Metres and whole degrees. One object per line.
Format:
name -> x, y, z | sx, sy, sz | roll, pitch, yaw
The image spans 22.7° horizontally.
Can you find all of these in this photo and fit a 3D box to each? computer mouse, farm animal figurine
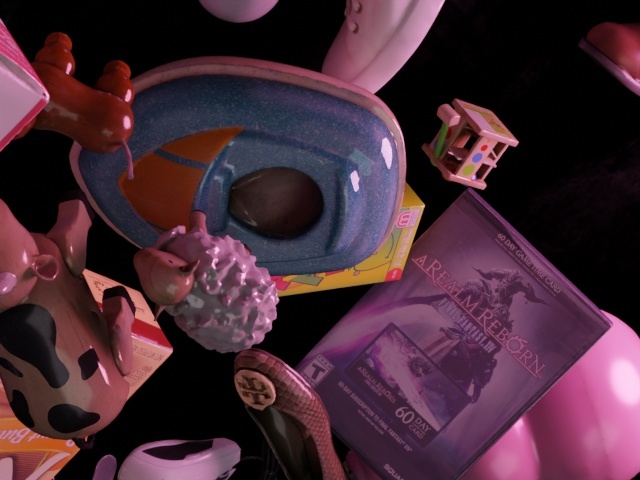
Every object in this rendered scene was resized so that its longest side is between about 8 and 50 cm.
computer mouse -> -0.115, 0.238, 1.629 | 0.193, 0.042, 0.106 | -2, 130, -33
farm animal figurine -> -0.241, 0.031, 1.137 | 0.330, 0.172, 0.326 | -28, 121, 17

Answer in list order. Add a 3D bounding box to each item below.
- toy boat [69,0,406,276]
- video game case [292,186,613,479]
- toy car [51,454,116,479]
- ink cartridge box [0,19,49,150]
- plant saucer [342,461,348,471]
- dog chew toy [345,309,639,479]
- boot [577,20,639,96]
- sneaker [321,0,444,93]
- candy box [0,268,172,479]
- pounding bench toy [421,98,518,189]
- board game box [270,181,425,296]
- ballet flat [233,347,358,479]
toy boat -> -0.064, -0.102, 1.225 | 0.268, 0.148, 0.318 | 2, 121, 0
video game case -> 0.123, 0.112, 1.578 | 0.274, 0.196, 0.026 | -47, 177, 14
toy car -> -0.257, 0.301, 1.560 | 0.155, 0.149, 0.188 | -1, 101, -42
ink cartridge box -> -0.317, -0.123, 0.962 | 0.207, 0.283, 0.117 | -44, 143, 10
plant saucer -> 0.080, 0.318, 1.844 | 0.241, 0.037, 0.241 | -18, 137, -18
dog chew toy -> 0.189, 0.195, 1.685 | 0.332, 0.206, 0.206 | -19, 138, -4
boot -> 0.385, -0.256, 1.458 | 0.264, 0.096, 0.280 | 5, 124, -37
sneaker -> 0.054, -0.243, 1.264 | 0.123, 0.106, 0.290 | 23, 119, -17
candy box -> -0.302, 0.152, 1.383 | 0.316, 0.087, 0.183 | -47, 139, 13
pounding bench toy -> 0.125, -0.089, 1.472 | 0.083, 0.052, 0.065 | 14, 120, -42
board game box -> 0.000, 0.000, 1.479 | 0.181, 0.043, 0.092 | -7, 132, -29
ballet flat -> -0.026, 0.205, 1.596 | 0.058, 0.084, 0.250 | -52, 134, -30
